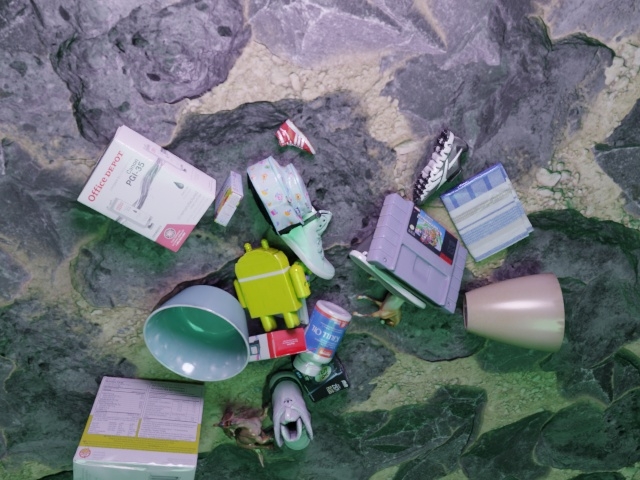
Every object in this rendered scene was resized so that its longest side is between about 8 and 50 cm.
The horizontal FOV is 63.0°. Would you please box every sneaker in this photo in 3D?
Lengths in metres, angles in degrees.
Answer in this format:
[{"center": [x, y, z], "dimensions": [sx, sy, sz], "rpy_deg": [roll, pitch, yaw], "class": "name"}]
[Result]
[{"center": [0.000, 0.000, 1.530], "dimensions": [0.151, 0.094, 0.256], "rpy_deg": [-38, 120, 8], "class": "sneaker"}, {"center": [-0.069, -0.261, 1.400], "dimensions": [0.067, 0.042, 0.118], "rpy_deg": [-41, 110, 9], "class": "sneaker"}, {"center": [-0.098, 0.649, 1.809], "dimensions": [0.138, 0.210, 0.365], "rpy_deg": [-10, 120, -4], "class": "sneaker"}, {"center": [0.238, 0.077, 1.570], "dimensions": [0.296, 0.104, 0.147], "rpy_deg": [40, 78, -14], "class": "sneaker"}, {"center": [0.348, -0.192, 1.490], "dimensions": [0.106, 0.078, 0.234], "rpy_deg": [17, 113, -16], "class": "sneaker"}]

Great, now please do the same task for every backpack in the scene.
[{"center": [-0.112, -0.131, 1.394], "dimensions": [0.144, 0.165, 0.188], "rpy_deg": [-31, 123, 6], "class": "backpack"}]

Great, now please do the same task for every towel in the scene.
[{"center": [0.515, -0.080, 1.609], "dimensions": [0.209, 0.034, 0.285], "rpy_deg": [-31, 118, 10], "class": "towel"}]

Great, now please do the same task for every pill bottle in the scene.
[{"center": [0.000, 0.312, 1.658], "dimensions": [0.124, 0.124, 0.221], "rpy_deg": [22, 97, -20], "class": "pill bottle"}]

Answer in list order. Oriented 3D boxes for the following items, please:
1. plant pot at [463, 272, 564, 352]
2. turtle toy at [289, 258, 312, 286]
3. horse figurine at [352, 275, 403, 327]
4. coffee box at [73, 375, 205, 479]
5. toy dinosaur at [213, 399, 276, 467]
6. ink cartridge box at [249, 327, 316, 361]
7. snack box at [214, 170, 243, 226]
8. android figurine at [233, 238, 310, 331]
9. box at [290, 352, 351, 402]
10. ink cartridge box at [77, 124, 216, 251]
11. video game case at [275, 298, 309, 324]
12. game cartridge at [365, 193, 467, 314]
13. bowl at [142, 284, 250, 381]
[{"center": [0.612, 0.235, 1.701], "dimensions": [0.274, 0.256, 0.256], "rpy_deg": [-2, 120, 9], "class": "plant pot"}, {"center": [-0.069, 0.109, 1.594], "dimensions": [0.095, 0.066, 0.130], "rpy_deg": [5, 118, -12], "class": "turtle toy"}, {"center": [0.219, 0.177, 1.684], "dimensions": [0.175, 0.066, 0.263], "rpy_deg": [16, 118, -12], "class": "horse figurine"}, {"center": [-0.568, 0.683, 1.676], "dimensions": [0.338, 0.334, 0.337], "rpy_deg": [8, 118, -12], "class": "coffee box"}, {"center": [-0.266, 0.686, 1.856], "dimensions": [0.201, 0.127, 0.295], "rpy_deg": [-7, 124, -6], "class": "toy dinosaur"}, {"center": [-0.139, 0.320, 1.600], "dimensions": [0.231, 0.077, 0.134], "rpy_deg": [-19, 167, 41], "class": "ink cartridge box"}, {"center": [-0.246, -0.114, 1.394], "dimensions": [0.037, 0.141, 0.100], "rpy_deg": [26, 112, -23], "class": "snack box"}, {"center": [-0.153, 0.131, 1.537], "dimensions": [0.248, 0.056, 0.272], "rpy_deg": [-16, 97, 30], "class": "android figurine"}, {"center": [0.002, 0.451, 1.792], "dimensions": [0.147, 0.077, 0.180], "rpy_deg": [-24, 120, 3], "class": "box"}, {"center": [-0.448, -0.130, 1.364], "dimensions": [0.283, 0.117, 0.207], "rpy_deg": [31, 110, -24], "class": "ink cartridge box"}, {"center": [-0.110, 0.183, 1.604], "dimensions": [0.143, 0.019, 0.157], "rpy_deg": [11, 131, 24], "class": "video game case"}, {"center": [0.298, 0.041, 1.535], "dimensions": [0.355, 0.068, 0.230], "rpy_deg": [33, 67, -30], "class": "game cartridge"}, {"center": [-0.343, 0.254, 1.549], "dimensions": [0.312, 0.163, 0.311], "rpy_deg": [4, 125, 6], "class": "bowl"}]
